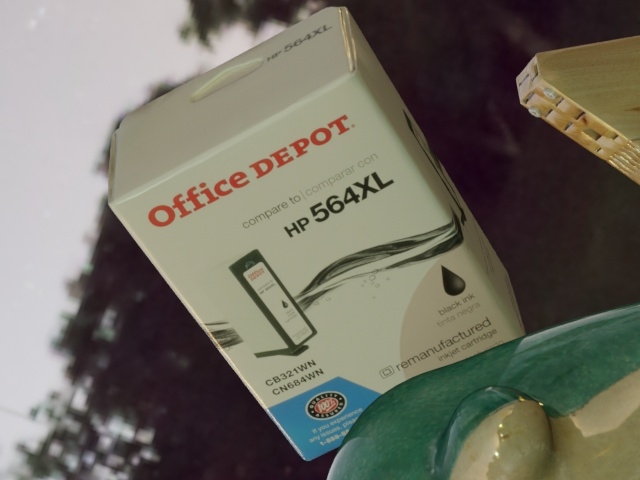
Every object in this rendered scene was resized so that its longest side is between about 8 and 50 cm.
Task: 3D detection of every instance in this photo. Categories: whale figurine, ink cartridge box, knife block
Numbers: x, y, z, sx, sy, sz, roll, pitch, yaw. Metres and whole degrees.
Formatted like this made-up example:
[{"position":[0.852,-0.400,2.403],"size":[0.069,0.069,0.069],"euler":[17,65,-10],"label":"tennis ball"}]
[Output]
[{"position":[0.112,0.088,0.699],"size":[0.272,0.141,0.216],"euler":[-49,-37,13],"label":"whale figurine"},{"position":[0.000,0.000,0.820],"size":[0.203,0.148,0.086],"euler":[55,-165,-30],"label":"ink cartridge box"},{"position":[0.357,-0.162,1.417],"size":[0.242,0.276,0.088],"euler":[-56,-1,-12],"label":"knife block"}]
